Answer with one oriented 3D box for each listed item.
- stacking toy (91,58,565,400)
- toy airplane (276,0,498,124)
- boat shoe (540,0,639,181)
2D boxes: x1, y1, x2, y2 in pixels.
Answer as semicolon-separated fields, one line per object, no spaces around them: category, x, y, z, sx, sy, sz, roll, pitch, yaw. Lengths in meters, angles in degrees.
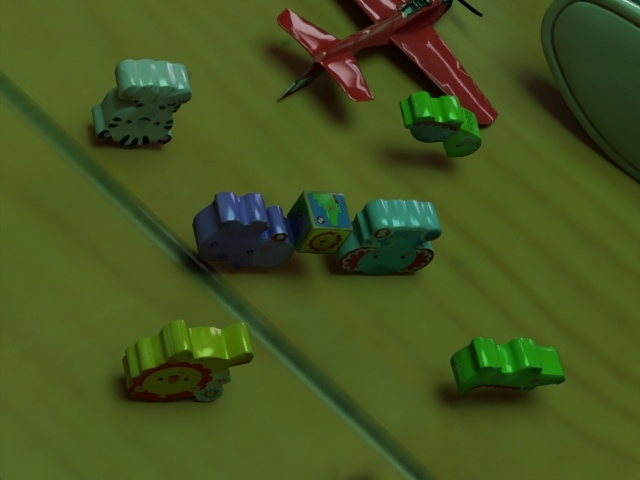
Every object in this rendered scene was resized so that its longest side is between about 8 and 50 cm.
stacking toy;0.000;0.000;0.970;0.221;0.052;0.167;4;55;-25
toy airplane;0.030;-0.114;1.084;0.151;0.028;0.151;13;51;-17
boat shoe;0.236;-0.062;1.096;0.254;0.095;0.079;36;49;3
